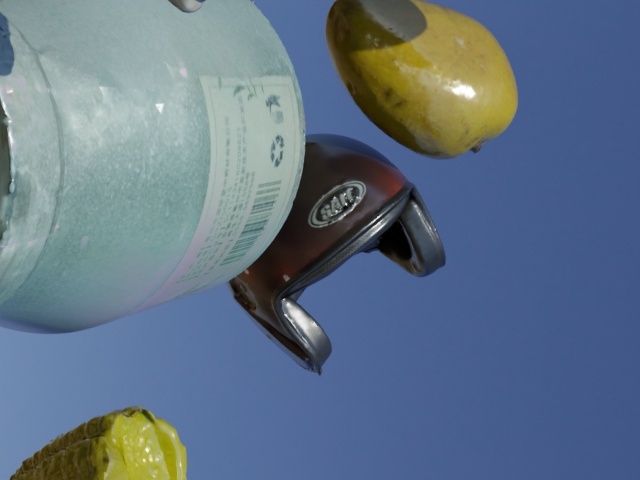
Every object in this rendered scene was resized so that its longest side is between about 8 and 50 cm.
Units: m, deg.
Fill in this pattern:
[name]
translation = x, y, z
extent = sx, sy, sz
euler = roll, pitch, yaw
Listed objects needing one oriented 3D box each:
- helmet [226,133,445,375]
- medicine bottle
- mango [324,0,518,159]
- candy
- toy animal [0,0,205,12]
[helmet]
translation = 0.000, 0.000, 1.083
extent = 0.193, 0.189, 0.216
euler = 51, -16, 5
[medicine bottle]
translation = -0.175, -0.063, 0.719
extent = 0.245, 0.290, 0.245
euler = 3, -82, 25
[mango]
translation = 0.085, -0.149, 1.027
extent = 0.098, 0.195, 0.137
euler = -29, -145, 54
[candy]
translation = -0.200, 0.208, 0.960
extent = 0.199, 0.094, 0.106
euler = -26, -117, 38
[toy animal]
translation = -0.065, -0.197, 0.447
extent = 0.325, 0.208, 0.154
euler = -41, -144, -6
